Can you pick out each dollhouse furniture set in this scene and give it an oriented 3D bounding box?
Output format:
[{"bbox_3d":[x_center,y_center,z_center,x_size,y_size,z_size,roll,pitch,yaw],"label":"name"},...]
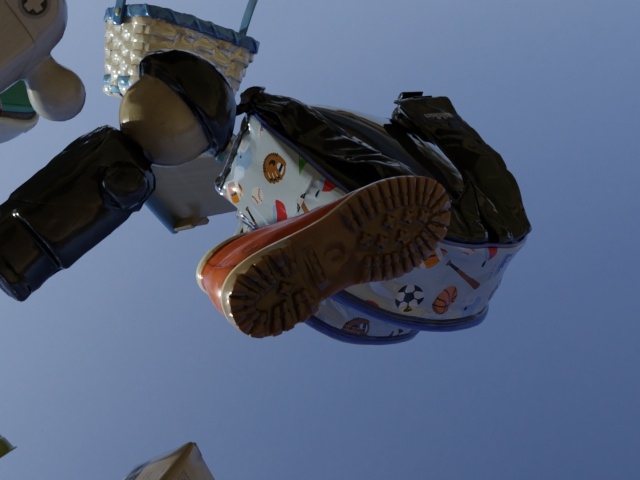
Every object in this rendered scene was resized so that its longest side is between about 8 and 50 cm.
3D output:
[{"bbox_3d":[-0.088,-0.114,1.656,0.286,0.303,0.198,-11,-134,34],"label":"dollhouse furniture set"}]

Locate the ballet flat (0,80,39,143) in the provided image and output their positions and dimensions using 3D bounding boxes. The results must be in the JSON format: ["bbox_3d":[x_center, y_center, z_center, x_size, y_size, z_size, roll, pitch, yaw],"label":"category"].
[{"bbox_3d":[-0.484,-0.158,1.217,0.139,0.139,0.400,30,-169,33],"label":"ballet flat"}]

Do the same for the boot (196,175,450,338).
[{"bbox_3d":[0.000,0.000,0.676,0.158,0.059,0.085,-24,-162,-20],"label":"boot"}]

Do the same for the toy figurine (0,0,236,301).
[{"bbox_3d":[-0.155,-0.103,0.506,0.148,0.209,0.213,-43,-117,-16],"label":"toy figurine"}]

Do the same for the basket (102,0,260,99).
[{"bbox_3d":[-0.225,-0.345,1.805,0.255,0.288,0.201,17,180,-39],"label":"basket"}]

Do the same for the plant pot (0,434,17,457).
[{"bbox_3d":[-0.407,0.230,1.300,0.083,0.083,0.079,-33,-89,-39],"label":"plant pot"}]

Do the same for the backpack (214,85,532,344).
[{"bbox_3d":[0.053,-0.017,1.080,0.277,0.213,0.263,-6,-150,-42],"label":"backpack"}]

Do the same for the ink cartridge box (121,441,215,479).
[{"bbox_3d":[-0.141,0.355,1.134,0.088,0.234,0.193,-25,-171,22],"label":"ink cartridge box"}]
